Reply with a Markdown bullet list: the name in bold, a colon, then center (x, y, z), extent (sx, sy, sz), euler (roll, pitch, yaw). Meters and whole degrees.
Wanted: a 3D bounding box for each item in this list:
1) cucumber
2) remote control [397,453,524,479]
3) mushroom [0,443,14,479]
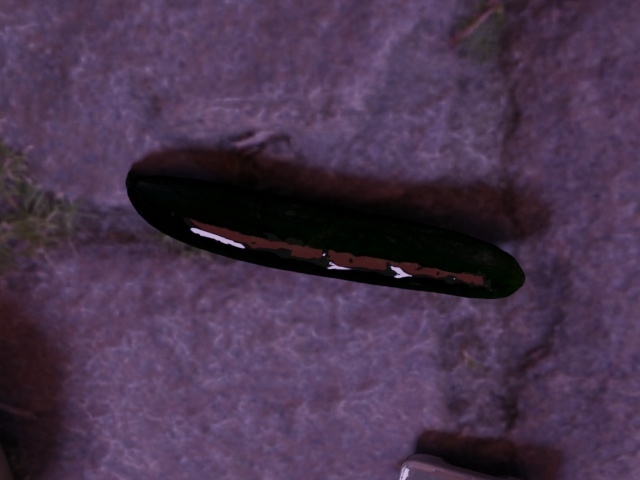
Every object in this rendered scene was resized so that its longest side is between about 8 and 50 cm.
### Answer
- **cucumber**: center (0.000, 0.000, 1.091), extent (0.284, 0.056, 0.056), euler (12, 122, 4)
- **remote control**: center (0.089, 0.302, 1.272), extent (0.109, 0.055, 0.313), euler (15, 118, 5)
- **mushroom**: center (-0.403, 0.221, 1.142), extent (0.356, 0.315, 0.315), euler (-15, 132, -38)
